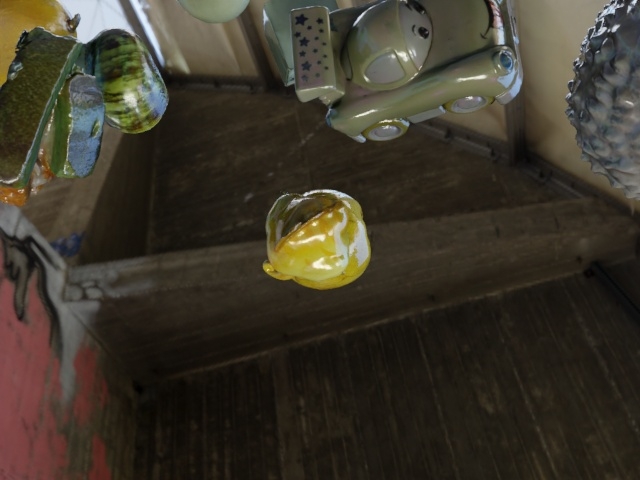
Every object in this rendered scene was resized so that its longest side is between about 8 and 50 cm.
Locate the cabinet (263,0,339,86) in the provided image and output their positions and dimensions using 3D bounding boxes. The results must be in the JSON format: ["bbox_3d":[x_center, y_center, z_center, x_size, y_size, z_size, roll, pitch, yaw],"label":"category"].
[{"bbox_3d":[-0.033,-0.442,1.454,0.145,0.150,0.206,-23,-176,-4],"label":"cabinet"}]

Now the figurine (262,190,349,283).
[{"bbox_3d":[-0.026,0.008,0.995,0.131,0.246,0.156,-35,-104,-17],"label":"figurine"}]

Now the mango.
[{"bbox_3d":[-0.593,-0.385,1.272,0.316,0.177,0.119,-17,-147,21],"label":"mango"}]

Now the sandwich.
[{"bbox_3d":[-0.430,-0.146,1.030,0.301,0.162,0.251,-32,-139,57],"label":"sandwich"}]

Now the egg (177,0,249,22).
[{"bbox_3d":[-0.248,-0.595,1.508,0.186,0.253,0.187,0,-89,4],"label":"egg"}]

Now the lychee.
[{"bbox_3d":[0.548,-0.234,0.944,0.380,0.381,0.432,-5,-138,15],"label":"lychee"}]

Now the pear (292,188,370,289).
[{"bbox_3d":[0.000,0.000,1.365,0.208,0.209,0.209,-10,-134,10],"label":"pear"}]

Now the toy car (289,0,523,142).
[{"bbox_3d":[0.140,-0.327,1.106,0.335,0.226,0.242,-14,-109,30],"label":"toy car"}]

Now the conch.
[{"bbox_3d":[-0.380,-0.298,1.207,0.181,0.124,0.188,3,-102,22],"label":"conch"}]
